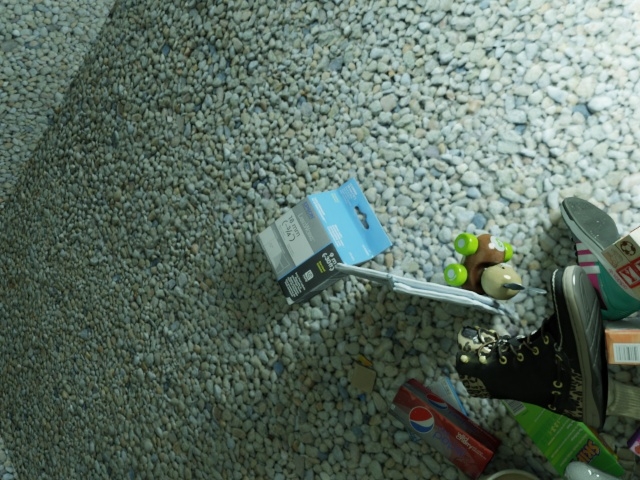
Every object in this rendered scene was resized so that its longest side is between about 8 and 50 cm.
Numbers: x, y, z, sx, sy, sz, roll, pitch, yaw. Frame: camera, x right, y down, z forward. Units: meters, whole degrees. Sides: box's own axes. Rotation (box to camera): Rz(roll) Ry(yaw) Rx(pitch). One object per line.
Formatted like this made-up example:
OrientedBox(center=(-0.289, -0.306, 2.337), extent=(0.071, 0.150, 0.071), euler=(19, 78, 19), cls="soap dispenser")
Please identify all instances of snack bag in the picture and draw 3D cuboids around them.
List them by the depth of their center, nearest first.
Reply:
OrientedBox(center=(0.235, 0.117, 1.199), extent=(0.342, 0.323, 0.037), euler=(12, 86, 31), cls="snack bag")

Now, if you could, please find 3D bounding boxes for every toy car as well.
OrientedBox(center=(0.409, 0.074, 1.155), extent=(0.188, 0.155, 0.149), euler=(30, 106, 57), cls="toy car")

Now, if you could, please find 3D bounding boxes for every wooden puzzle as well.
OrientedBox(center=(0.123, 0.389, 1.440), extent=(0.078, 0.014, 0.116), euler=(25, 101, 33), cls="wooden puzzle")

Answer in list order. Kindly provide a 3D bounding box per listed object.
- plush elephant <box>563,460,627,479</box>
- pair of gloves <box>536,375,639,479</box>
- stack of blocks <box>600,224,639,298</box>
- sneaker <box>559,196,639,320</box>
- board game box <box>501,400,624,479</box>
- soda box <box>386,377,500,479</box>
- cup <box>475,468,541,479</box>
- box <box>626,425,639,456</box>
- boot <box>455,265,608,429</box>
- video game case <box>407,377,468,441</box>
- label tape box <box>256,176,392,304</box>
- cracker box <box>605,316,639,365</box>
OrientedBox(center=(0.619, 0.620, 0.967), extent=(0.255, 0.330, 0.272), euler=(-68, 21, 0), cls="plush elephant")
OrientedBox(center=(0.606, 0.409, 1.133), extent=(0.204, 0.042, 0.240), euler=(17, 97, 30), cls="pair of gloves")
OrientedBox(center=(0.708, 0.008, 0.954), extent=(0.297, 0.087, 0.171), euler=(-27, 72, -16), cls="stack of blocks")
OrientedBox(center=(0.588, 0.057, 1.113), extent=(0.178, 0.123, 0.295), euler=(106, 159, -43), cls="sneaker")
OrientedBox(center=(0.534, 0.426, 1.140), extent=(0.124, 0.039, 0.259), euler=(-49, 61, 28), cls="board game box")
OrientedBox(center=(0.304, 0.463, 1.270), extent=(0.263, 0.083, 0.092), euler=(33, 106, 26), cls="soda box")
OrientedBox(center=(0.375, 0.700, 1.135), extent=(0.237, 0.331, 0.331), euler=(-43, 66, 50), cls="cup")
OrientedBox(center=(0.799, 0.424, 0.988), extent=(0.293, 0.057, 0.201), euler=(36, 100, 24), cls="box")
OrientedBox(center=(0.422, 0.217, 1.051), extent=(0.284, 0.138, 0.377), euler=(-1, 126, 37), cls="boot")
OrientedBox(center=(0.289, 0.446, 1.337), extent=(0.166, 0.015, 0.119), euler=(-32, 73, 26), cls="video game case")
OrientedBox(center=(0.000, 0.000, 1.470), extent=(0.333, 0.106, 0.241), euler=(-36, 72, 25), cls="label tape box")
OrientedBox(center=(0.652, 0.194, 1.000), extent=(0.155, 0.232, 0.067), euler=(-6, 87, 31), cls="cracker box")
